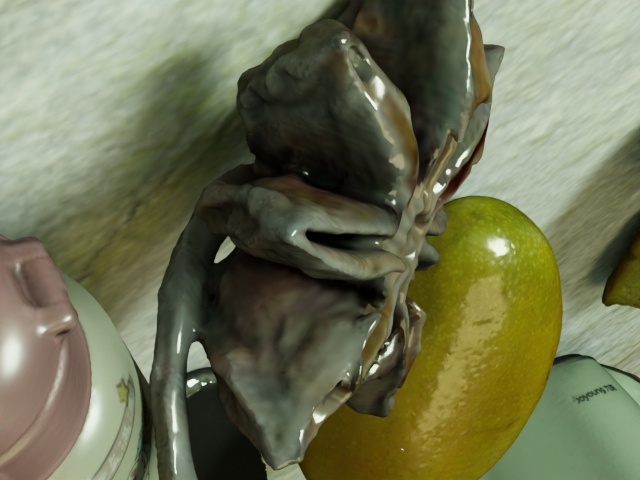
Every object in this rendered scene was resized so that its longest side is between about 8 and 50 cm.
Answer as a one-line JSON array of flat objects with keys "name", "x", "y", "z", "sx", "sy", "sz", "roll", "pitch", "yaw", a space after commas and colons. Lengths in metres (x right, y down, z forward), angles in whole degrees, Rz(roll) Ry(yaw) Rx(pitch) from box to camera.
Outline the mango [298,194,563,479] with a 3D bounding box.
[{"name": "mango", "x": 0.060, "y": 0.066, "z": 0.942, "sx": 0.136, "sy": 0.099, "sz": 0.227, "roll": -13, "pitch": 142, "yaw": -33}]

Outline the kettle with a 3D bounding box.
[{"name": "kettle", "x": 0.217, "y": 0.205, "z": 1.251, "sx": 0.240, "sy": 0.255, "sz": 0.165, "roll": -15, "pitch": 148, "yaw": -40}]

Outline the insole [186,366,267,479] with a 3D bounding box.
[{"name": "insole", "x": -0.079, "y": 0.142, "z": 0.994, "sx": 0.110, "sy": 0.012, "sz": 0.309, "roll": -30, "pitch": 158, "yaw": -13}]

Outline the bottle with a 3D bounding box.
[{"name": "bottle", "x": -0.114, "y": 0.066, "z": 0.632, "sx": 0.110, "sy": 0.110, "sz": 0.233, "roll": -34, "pitch": 160, "yaw": -7}]

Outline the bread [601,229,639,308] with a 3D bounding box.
[{"name": "bread", "x": 0.264, "y": -0.009, "z": 1.148, "sx": 0.187, "sy": 0.065, "sz": 0.149, "roll": -51, "pitch": 161, "yaw": 28}]

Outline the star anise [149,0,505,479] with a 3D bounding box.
[{"name": "star anise", "x": -0.001, "y": 0.000, "z": 0.658, "sx": 0.231, "sy": 0.089, "sz": 0.209, "roll": -45, "pitch": 147, "yaw": -43}]
